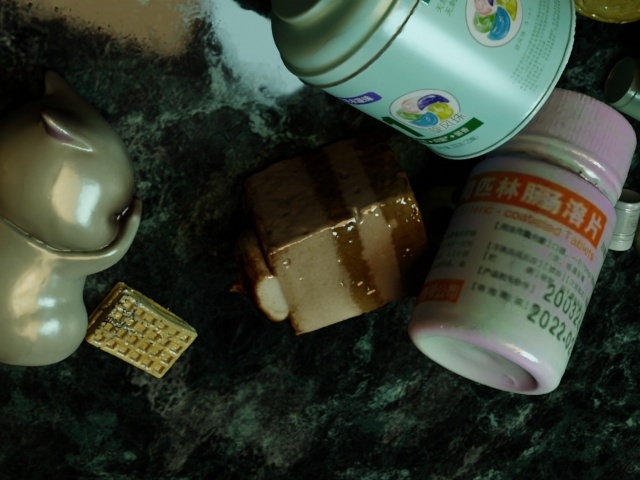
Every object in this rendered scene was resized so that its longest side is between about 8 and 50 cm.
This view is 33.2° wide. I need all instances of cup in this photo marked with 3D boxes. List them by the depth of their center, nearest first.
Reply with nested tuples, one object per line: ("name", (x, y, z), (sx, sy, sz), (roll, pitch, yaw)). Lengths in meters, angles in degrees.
("cup", (0.520, -0.228, 1.665), (0.141, 0.120, 0.120), (21, 111, -17))

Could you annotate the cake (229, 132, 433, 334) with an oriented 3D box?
("cake", (0.000, 0.000, 1.541), (0.293, 0.198, 0.196), (-22, 131, -3))

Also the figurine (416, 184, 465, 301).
("figurine", (0.216, 0.040, 1.672), (0.167, 0.192, 0.256), (-16, 104, 24))

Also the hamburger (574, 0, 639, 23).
("hamburger", (0.443, -0.405, 1.447), (0.265, 0.134, 0.285), (-28, 145, 6))

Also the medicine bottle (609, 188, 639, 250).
("medicine bottle", (0.504, -0.035, 1.803), (0.058, 0.058, 0.091), (-6, 122, -19))

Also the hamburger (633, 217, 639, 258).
("hamburger", (0.678, -0.024, 1.811), (0.300, 0.176, 0.300), (-9, 123, -15))

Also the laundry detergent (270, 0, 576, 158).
("laundry detergent", (0.110, -0.289, 1.342), (0.305, 0.287, 0.287), (23, 109, -32))

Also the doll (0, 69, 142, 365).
("doll", (-0.361, -0.007, 1.372), (0.226, 0.215, 0.370), (29, 109, -17))

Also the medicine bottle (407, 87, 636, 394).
("medicine bottle", (0.286, -0.001, 1.480), (0.219, 0.219, 0.388), (39, 68, -35))

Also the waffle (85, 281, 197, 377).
("waffle", (-0.270, 0.136, 1.601), (0.148, 0.042, 0.102), (36, 102, -34))
